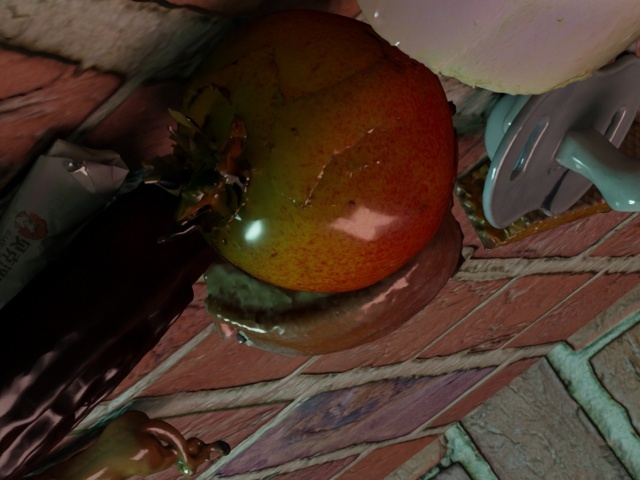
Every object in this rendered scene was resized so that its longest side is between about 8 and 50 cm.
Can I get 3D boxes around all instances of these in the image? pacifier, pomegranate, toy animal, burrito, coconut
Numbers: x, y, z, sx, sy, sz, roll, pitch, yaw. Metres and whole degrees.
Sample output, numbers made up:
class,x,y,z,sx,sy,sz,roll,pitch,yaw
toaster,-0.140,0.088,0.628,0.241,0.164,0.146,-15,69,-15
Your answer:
class,x,y,z,sx,sy,sz,roll,pitch,yaw
pacifier,0.289,-0.092,1.788,0.279,0.207,0.227,-12,136,-55
pomegranate,-0.012,-0.062,1.257,0.235,0.210,0.210,-15,156,-42
toy animal,-0.259,0.269,1.957,0.312,0.097,0.157,-34,158,-9
burrito,-0.208,-0.007,1.298,0.064,0.064,0.203,-17,156,-46
coconut,0.145,-0.228,1.088,0.233,0.233,0.245,-25,169,-29

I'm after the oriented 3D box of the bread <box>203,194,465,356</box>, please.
class,x,y,z,sx,sy,sz,roll,pitch,yaw
bread,0.004,0.011,1.563,0.244,0.190,0.123,-33,152,9

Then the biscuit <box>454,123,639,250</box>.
class,x,y,z,sx,sy,sz,roll,pitch,yaw
biscuit,0.296,-0.071,2.065,0.379,0.094,0.054,-15,161,-48

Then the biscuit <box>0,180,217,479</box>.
class,x,y,z,sx,sy,sz,roll,pitch,yaw
biscuit,-0.227,0.122,1.349,0.407,0.091,0.407,-47,-179,1

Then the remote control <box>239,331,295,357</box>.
class,x,y,z,sx,sy,sz,roll,pitch,yaw
remote control,-0.031,0.096,2.011,0.087,0.029,0.190,-36,164,6
